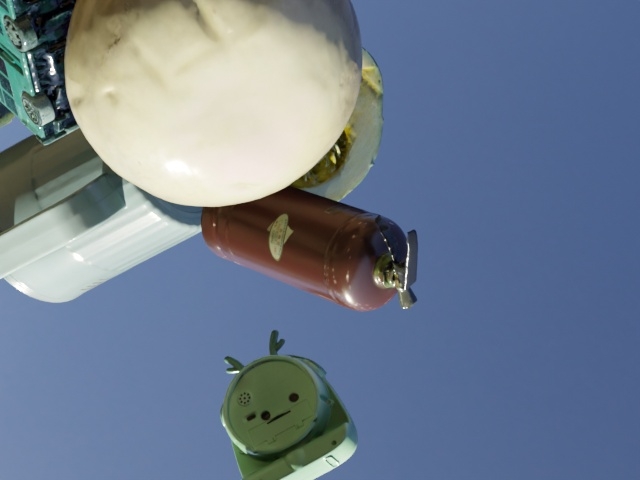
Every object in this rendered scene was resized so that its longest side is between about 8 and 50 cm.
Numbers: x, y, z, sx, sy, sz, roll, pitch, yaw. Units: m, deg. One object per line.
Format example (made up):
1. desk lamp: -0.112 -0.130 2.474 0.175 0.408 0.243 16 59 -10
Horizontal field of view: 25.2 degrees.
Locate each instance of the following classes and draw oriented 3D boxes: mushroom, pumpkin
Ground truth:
1. mushroom: -0.139 -0.182 1.504 0.356 0.315 0.315 -7 -120 28
2. pumpkin: -0.082 -0.180 1.930 0.197 0.293 0.263 20 -88 58

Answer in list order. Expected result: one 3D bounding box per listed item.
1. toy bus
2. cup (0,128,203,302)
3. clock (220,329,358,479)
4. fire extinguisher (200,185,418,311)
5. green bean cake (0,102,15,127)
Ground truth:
1. toy bus: -0.345 -0.263 1.757 0.128 0.256 0.147 -33 -127 -25
2. cup: -0.348 -0.080 2.133 0.311 0.331 0.256 -24 -108 32
3. clock: -0.058 0.217 1.852 0.159 0.066 0.211 -31 -120 4
4. fire extinguisher: 0.000 0.000 1.671 0.114 0.135 0.337 -38 -143 -28
5. green bean cake: -0.613 -0.239 2.303 0.214 0.200 0.113 -20 -164 19
